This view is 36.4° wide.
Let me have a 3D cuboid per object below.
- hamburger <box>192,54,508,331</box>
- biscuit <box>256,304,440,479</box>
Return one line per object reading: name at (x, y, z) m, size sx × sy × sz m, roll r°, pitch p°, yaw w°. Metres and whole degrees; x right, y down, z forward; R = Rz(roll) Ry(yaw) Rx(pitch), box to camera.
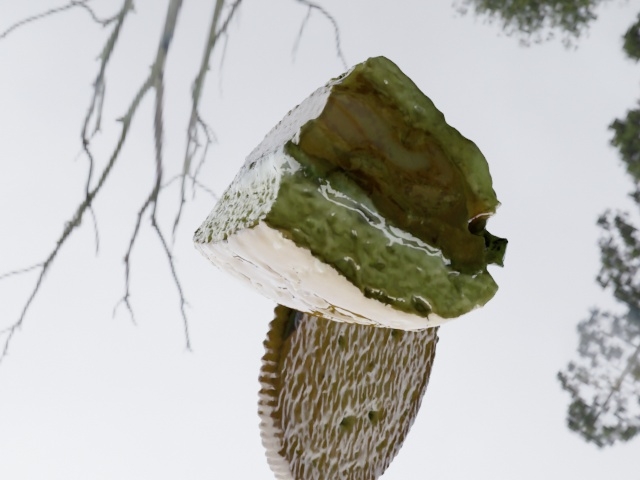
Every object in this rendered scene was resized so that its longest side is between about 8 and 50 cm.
hamburger at (0.000, 0.000, 0.610) m, size 0.155 × 0.208 × 0.135 m, roll 47°, pitch -122°, yaw -15°
biscuit at (0.033, 0.115, 0.964) m, size 0.038 × 0.305 × 0.305 m, roll 11°, pitch -153°, yaw 35°
